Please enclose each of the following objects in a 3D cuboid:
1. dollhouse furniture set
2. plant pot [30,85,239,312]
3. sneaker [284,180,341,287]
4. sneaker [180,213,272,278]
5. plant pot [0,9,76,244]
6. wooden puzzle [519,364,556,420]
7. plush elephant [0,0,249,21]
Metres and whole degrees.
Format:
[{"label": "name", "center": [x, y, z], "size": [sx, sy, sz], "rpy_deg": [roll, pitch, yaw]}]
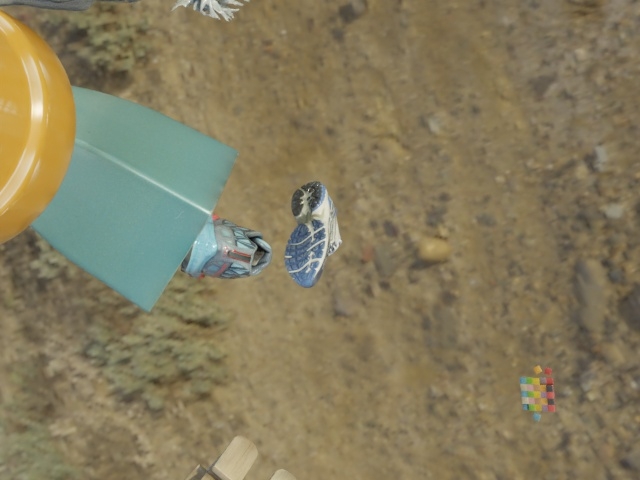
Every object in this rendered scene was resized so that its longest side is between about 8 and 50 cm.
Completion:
[{"label": "dollhouse furniture set", "center": [-0.094, 0.410, 1.737], "size": [0.242, 0.161, 0.212], "rpy_deg": [40, 120, -1]}, {"label": "plant pot", "center": [-0.247, -0.070, 1.414], "size": [0.234, 0.165, 0.166], "rpy_deg": [31, 119, -9]}, {"label": "sneaker", "center": [0.000, 0.000, 1.295], "size": [0.052, 0.135, 0.058], "rpy_deg": [-18, 134, 28]}, {"label": "sneaker", "center": [-0.136, 0.024, 1.811], "size": [0.262, 0.125, 0.104], "rpy_deg": [-81, 5, -85]}, {"label": "plant pot", "center": [-0.312, -0.099, 0.886], "size": [0.205, 0.188, 0.205], "rpy_deg": [-1, 83, 12]}, {"label": "wooden puzzle", "center": [0.312, 0.220, 1.727], "size": [0.049, 0.006, 0.083], "rpy_deg": [-2, 100, 31]}, {"label": "plush elephant", "center": [-0.204, -0.362, 1.156], "size": [0.272, 0.329, 0.255], "rpy_deg": [-86, 12, -49]}]
